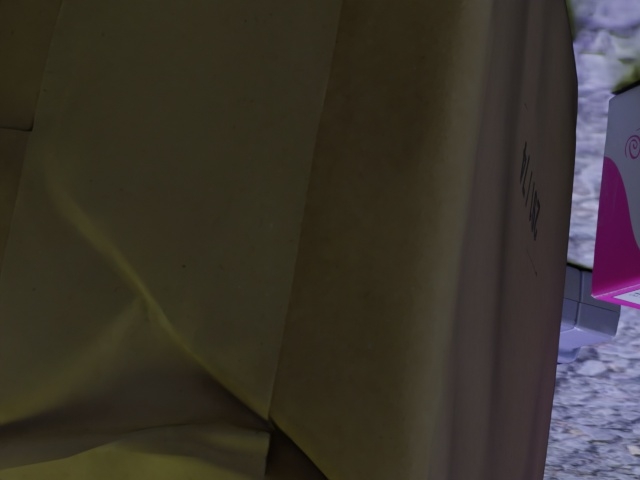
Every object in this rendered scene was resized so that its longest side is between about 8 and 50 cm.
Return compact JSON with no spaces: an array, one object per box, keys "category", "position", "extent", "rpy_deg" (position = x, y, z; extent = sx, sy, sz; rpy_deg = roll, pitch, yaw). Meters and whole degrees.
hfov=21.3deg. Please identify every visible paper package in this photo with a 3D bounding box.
[{"category":"paper package","position":[0.000,0.000,0.664],"extent":[0.168,0.309,0.325],"rpy_deg":[3,162,13]}]

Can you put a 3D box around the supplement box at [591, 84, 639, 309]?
[{"category":"supplement box","position":[0.234,-0.031,0.793],"extent":[0.114,0.111,0.220],"rpy_deg":[15,164,-23]}]

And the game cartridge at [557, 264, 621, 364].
[{"category":"game cartridge","position":[0.041,0.060,1.309],"extent":[0.230,0.068,0.355],"rpy_deg":[20,161,-22]}]
